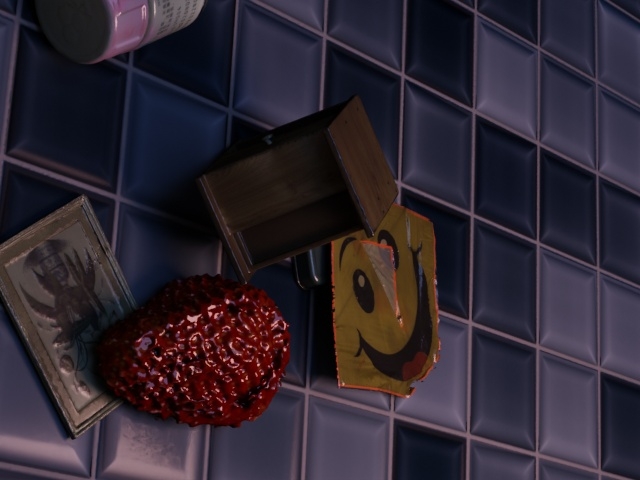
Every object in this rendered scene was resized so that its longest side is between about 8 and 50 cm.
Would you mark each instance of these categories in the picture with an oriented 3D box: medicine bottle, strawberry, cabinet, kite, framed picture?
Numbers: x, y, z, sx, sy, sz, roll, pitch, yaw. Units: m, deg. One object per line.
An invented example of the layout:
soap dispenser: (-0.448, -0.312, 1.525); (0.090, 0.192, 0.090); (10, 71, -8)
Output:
medicine bottle: (-0.229, -0.285, 1.836); (0.168, 0.135, 0.135); (-34, 105, -48)
strawberry: (-0.122, 0.127, 1.853); (0.286, 0.106, 0.188); (-5, 81, -52)
cabinet: (-0.025, -0.068, 1.914); (0.215, 0.175, 0.148); (-56, 124, -70)
kite: (0.080, 0.060, 2.148); (0.377, 0.013, 0.327); (-52, 125, -49)
framed picture: (-0.270, 0.083, 1.782); (0.173, 0.010, 0.231); (-39, 109, -47)

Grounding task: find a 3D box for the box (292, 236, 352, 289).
box: (0.000, 0.000, 2.089); (0.091, 0.031, 0.126); (-1, 81, -49)
